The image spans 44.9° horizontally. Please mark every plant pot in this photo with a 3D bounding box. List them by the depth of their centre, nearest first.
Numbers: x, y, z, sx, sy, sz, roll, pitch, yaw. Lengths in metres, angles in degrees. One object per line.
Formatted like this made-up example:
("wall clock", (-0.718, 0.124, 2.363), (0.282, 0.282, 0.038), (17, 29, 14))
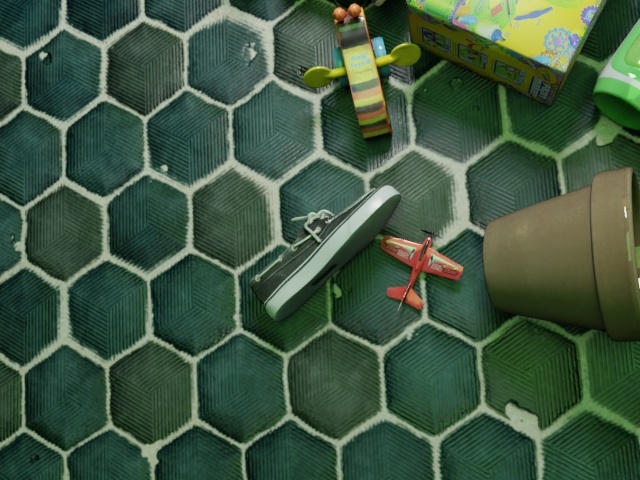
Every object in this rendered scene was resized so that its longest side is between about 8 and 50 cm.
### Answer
("plant pot", (0.382, 0.027, 1.206), (0.229, 0.263, 0.263), (-5, 81, 27))

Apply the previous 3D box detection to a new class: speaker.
("speaker", (0.576, -0.330, 1.268), (0.131, 0.131, 0.297), (36, 89, 13))

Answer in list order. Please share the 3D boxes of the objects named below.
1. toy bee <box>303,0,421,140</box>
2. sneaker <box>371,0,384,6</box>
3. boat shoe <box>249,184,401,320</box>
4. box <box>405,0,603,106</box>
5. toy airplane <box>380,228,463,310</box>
("toy bee", (0.053, -0.328, 1.339), (0.195, 0.162, 0.298), (-34, 78, 5))
("sneaker", (0.120, -0.575, 1.288), (0.182, 0.127, 0.316), (33, 95, -14))
("boat shoe", (0.001, 0.001, 1.327), (0.306, 0.113, 0.105), (-46, 71, 17))
("box", (0.335, -0.430, 1.296), (0.279, 0.177, 0.290), (28, 87, 12))
("toy airplane", (0.166, 0.053, 1.331), (0.151, 0.028, 0.151), (-2, 81, 11))
